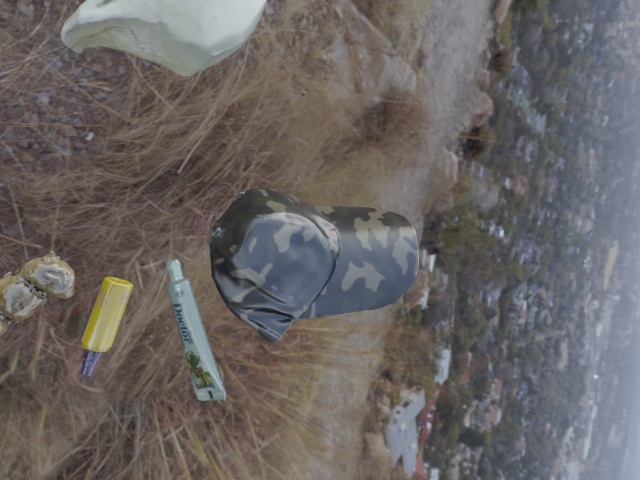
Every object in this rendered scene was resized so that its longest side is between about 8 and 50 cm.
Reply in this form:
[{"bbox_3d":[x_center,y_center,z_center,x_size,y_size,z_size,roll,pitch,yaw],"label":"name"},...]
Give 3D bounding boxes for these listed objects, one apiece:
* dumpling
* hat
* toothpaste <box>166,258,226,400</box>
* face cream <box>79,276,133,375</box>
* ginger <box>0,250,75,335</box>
[{"bbox_3d":[-0.139,-0.222,0.393,0.126,0.167,0.215,44,69,-39],"label":"dumpling"},{"bbox_3d":[0.000,0.000,0.860,0.257,0.382,0.365,57,21,-59],"label":"hat"},{"bbox_3d":[-0.220,0.156,0.723,0.037,0.067,0.255,-19,93,-64],"label":"toothpaste"},{"bbox_3d":[-0.600,0.240,1.154,0.078,0.078,0.273,21,87,-50],"label":"face cream"},{"bbox_3d":[-0.575,0.111,0.805,0.204,0.080,0.104,-37,115,-15],"label":"ginger"}]
